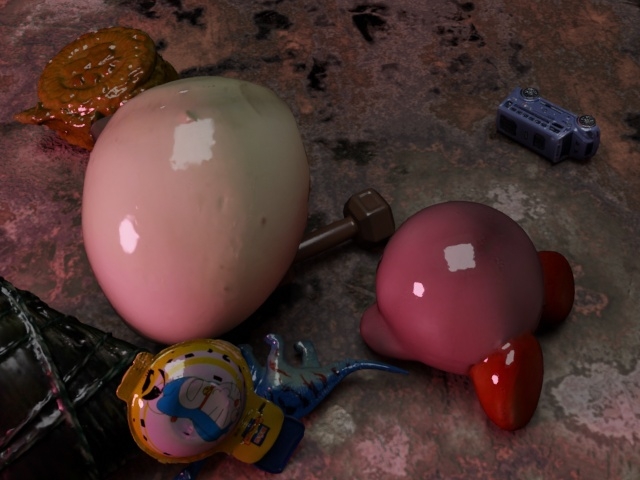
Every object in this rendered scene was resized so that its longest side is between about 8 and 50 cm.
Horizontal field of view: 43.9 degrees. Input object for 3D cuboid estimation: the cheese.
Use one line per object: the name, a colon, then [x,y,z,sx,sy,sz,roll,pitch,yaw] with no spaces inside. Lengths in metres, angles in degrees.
cheese: [-0.119,0.202,0.930,0.157,0.250,0.064,-59,32,-4]

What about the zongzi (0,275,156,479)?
zongzi: [-0.307,0.170,0.968,0.362,0.319,0.383,-26,73,-19]

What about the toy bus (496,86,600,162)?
toy bus: [0.377,-0.185,1.320,0.076,0.073,0.167,-39,56,-22]

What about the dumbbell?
dumbbell: [0.000,0.000,1.177,0.230,0.082,0.092,-23,54,-16]

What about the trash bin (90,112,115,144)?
trash bin: [-0.235,-0.101,1.250,0.164,0.122,0.240,-26,56,-17]

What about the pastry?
pastry: [-0.363,-0.250,1.373,0.240,0.132,0.235,5,57,24]

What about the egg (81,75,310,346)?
egg: [-0.158,-0.037,1.004,0.283,0.283,0.345,10,83,11]

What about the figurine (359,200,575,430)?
figurine: [0.197,0.058,1.036,0.261,0.211,0.270,21,54,19]

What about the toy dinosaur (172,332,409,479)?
toy dinosaur: [-0.062,0.185,1.034,0.329,0.076,0.144,-24,62,-12]
